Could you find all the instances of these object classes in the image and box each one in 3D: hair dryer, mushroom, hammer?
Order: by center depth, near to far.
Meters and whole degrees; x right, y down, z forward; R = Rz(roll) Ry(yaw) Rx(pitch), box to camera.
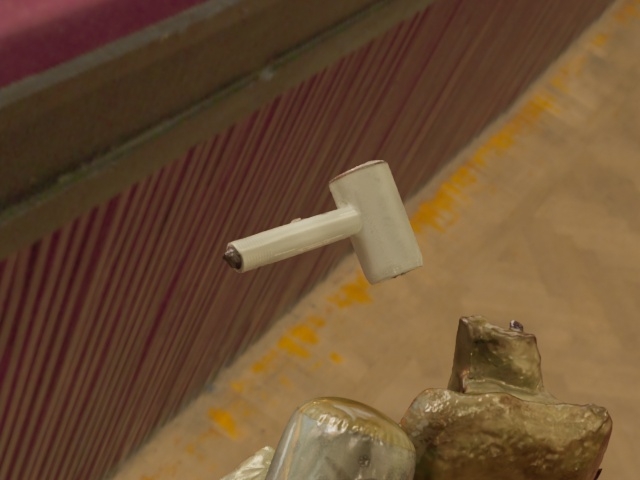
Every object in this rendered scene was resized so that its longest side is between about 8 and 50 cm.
[{"bbox_3d":[0.013,0.240,0.959,0.113,0.305,0.202,21,82,11],"label":"hammer"},{"bbox_3d":[0.000,0.000,1.218,0.236,0.073,0.131,-16,83,-36],"label":"hair dryer"},{"bbox_3d":[0.202,0.257,1.318,0.217,0.292,0.212,31,20,20],"label":"mushroom"}]

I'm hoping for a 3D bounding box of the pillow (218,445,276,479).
[{"bbox_3d":[-0.105,0.447,1.458,0.280,0.076,0.274,-32,68,-15],"label":"pillow"}]
